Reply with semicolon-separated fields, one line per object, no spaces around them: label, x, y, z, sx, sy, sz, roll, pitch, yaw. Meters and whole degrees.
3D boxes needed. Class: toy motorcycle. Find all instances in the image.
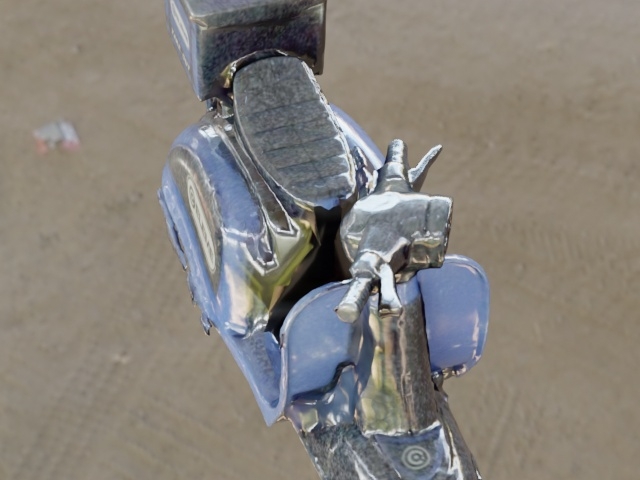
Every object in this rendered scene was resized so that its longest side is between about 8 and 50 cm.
toy motorcycle;0.000;0.000;0.923;0.125;0.212;0.358;-15;49;-14
